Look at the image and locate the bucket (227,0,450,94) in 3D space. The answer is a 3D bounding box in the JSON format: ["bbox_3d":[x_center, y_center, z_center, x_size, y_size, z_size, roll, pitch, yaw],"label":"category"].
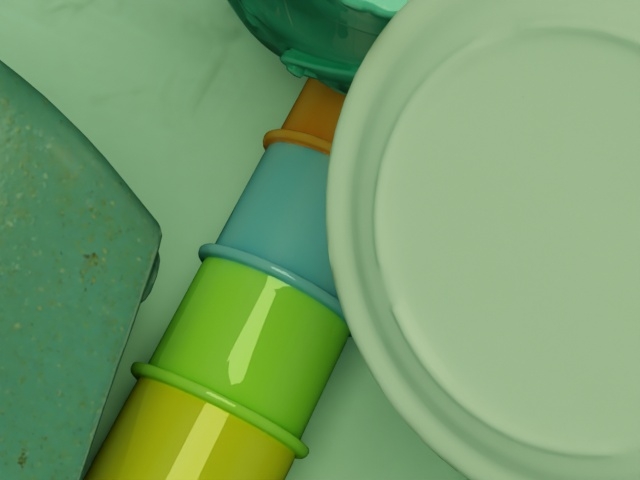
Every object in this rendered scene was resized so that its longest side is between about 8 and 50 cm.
[{"bbox_3d":[0.061,-0.190,0.661,0.281,0.183,0.281,0,90,4],"label":"bucket"}]

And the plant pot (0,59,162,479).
[{"bbox_3d":[-0.213,0.026,0.699,0.252,0.248,0.247,20,78,-14],"label":"plant pot"}]

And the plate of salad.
[{"bbox_3d":[0.090,-0.003,0.553,0.200,0.048,0.199,7,103,33],"label":"plate of salad"}]

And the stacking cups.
[{"bbox_3d":[0.000,0.000,0.773,0.096,0.096,0.316,28,78,6],"label":"stacking cups"}]
